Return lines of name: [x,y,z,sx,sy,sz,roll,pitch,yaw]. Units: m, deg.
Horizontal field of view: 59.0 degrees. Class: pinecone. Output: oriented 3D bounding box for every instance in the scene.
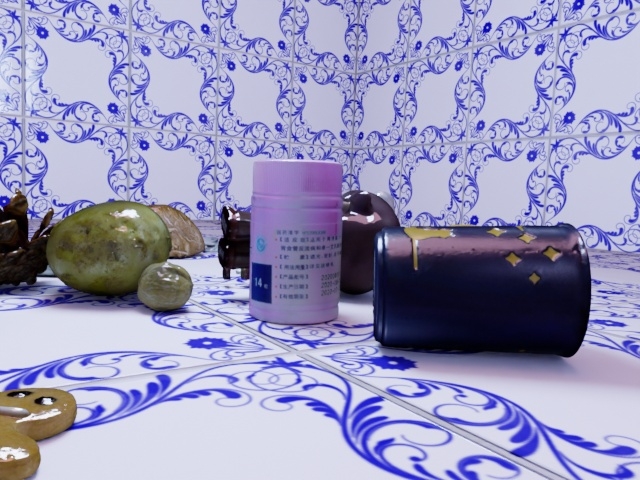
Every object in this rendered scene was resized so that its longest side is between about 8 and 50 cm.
pinecone: [-0.599,-0.009,1.050,0.201,0.202,0.229,38,34,13]

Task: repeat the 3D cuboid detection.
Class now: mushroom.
mushroom: [-0.450,-0.028,1.603,0.156,0.151,0.286,10,9,44]

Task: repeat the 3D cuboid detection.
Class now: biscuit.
biscuit: [-0.278,0.145,0.402,0.158,0.035,0.240,7,7,19]

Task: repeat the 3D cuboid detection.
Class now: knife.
knife: [-0.449,0.008,1.816,0.266,0.040,0.073,4,15,19]

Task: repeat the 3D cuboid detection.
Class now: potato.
potato: [-0.377,0.011,1.050,0.210,0.173,0.307,-18,5,-5]

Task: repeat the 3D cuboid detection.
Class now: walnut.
walnut: [-0.255,0.076,0.931,0.092,0.092,0.092,2,5,0]

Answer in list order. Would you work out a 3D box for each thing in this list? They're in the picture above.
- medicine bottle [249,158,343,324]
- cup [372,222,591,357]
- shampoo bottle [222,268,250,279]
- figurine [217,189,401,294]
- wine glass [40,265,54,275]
medicine bottle: [-0.040,-0.003,0.927,0.152,0.253,0.152,2,5,0]
cup: [0.203,0.063,0.802,0.257,0.178,0.255,1,0,5]
shampoo bottle: [-0.089,0.067,1.206,0.237,0.066,0.068,-1,-13,-18]
figurine: [-0.016,-0.001,1.117,0.366,0.217,0.206,5,7,-11]
wine glass: [-0.638,0.045,1.212,0.198,0.066,0.066,4,5,-2]
